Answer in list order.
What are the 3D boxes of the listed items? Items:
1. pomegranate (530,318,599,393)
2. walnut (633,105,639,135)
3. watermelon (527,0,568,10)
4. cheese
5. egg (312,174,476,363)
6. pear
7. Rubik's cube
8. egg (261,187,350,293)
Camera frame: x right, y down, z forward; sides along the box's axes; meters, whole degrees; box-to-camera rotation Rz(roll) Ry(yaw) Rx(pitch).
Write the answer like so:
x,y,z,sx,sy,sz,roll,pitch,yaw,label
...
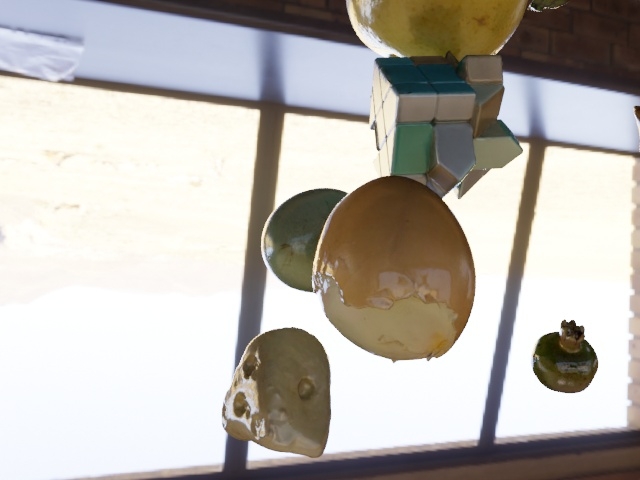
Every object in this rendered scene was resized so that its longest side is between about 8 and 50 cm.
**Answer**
x,y,z,sx,sy,sz,roll,pitch,yaw,label
0.423,0.195,1.120,0.115,0.142,0.114,0,-140,0,pomegranate
0.750,-0.164,1.268,0.336,0.209,0.209,37,179,2,walnut
0.538,-0.564,1.431,0.069,0.163,0.087,41,-177,2,watermelon
-0.094,0.300,1.324,0.174,0.247,0.251,21,156,-29,cheese
0.091,0.028,0.817,0.201,0.244,0.201,3,147,2,egg
0.217,-0.469,1.194,0.348,0.348,0.348,2,179,0,pear
0.200,-0.186,1.039,0.213,0.224,0.265,-2,-146,-7,Rubik's cube
0.000,0.000,1.043,0.168,0.168,0.231,1,-172,32,egg
